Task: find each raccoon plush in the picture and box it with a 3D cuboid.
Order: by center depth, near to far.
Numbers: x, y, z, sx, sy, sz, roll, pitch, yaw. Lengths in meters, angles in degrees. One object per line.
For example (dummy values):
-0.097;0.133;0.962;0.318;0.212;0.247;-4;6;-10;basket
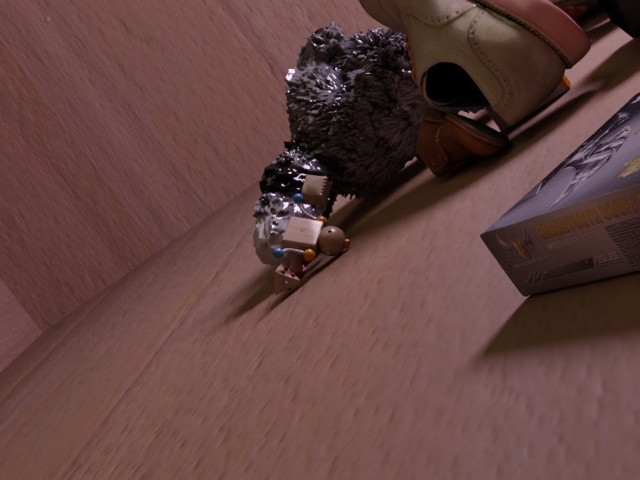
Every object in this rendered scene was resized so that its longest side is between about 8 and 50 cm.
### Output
0.118;-0.141;1.712;0.299;0.216;0.446;-13;50;35;raccoon plush

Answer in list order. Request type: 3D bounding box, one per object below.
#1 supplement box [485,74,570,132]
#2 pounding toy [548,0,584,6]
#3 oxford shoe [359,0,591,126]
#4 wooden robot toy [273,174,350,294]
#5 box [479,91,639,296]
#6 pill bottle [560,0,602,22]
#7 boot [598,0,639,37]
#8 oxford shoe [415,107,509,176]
0.240;-0.182;1.547;0.098;0.062;0.036;-33;9;19;supplement box
0.371;-0.341;1.806;0.269;0.155;0.154;-11;4;30;pounding toy
0.139;-0.244;1.537;0.146;0.140;0.397;-54;33;-1;oxford shoe
0.000;0.000;1.555;0.079;0.076;0.173;6;48;15;wooden robot toy
0.229;-0.053;0.805;0.183;0.056;0.231;-39;8;-25;box
0.439;-0.458;1.923;0.176;0.176;0.318;-42;9;-37;pill bottle
0.476;-0.383;1.343;0.445;0.146;0.367;-29;-3;12;boot
0.159;-0.106;1.498;0.212;0.076;0.076;-150;84;-79;oxford shoe
